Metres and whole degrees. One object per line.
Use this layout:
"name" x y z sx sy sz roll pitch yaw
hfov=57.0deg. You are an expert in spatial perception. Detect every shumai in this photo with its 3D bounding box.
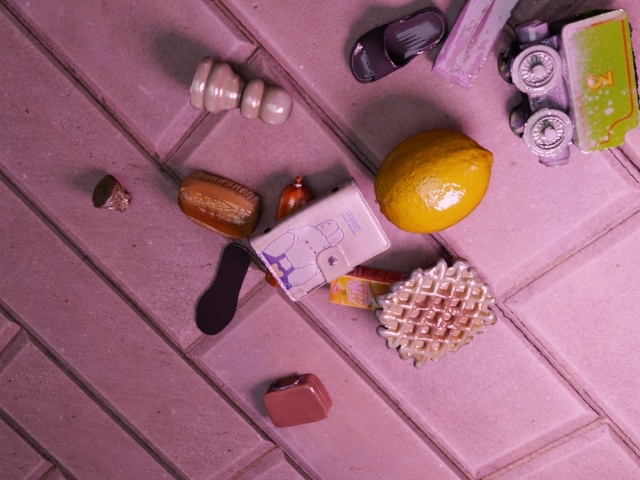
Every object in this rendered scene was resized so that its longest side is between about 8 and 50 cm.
"shumai" -0.597 -0.128 1.709 0.099 0.124 0.087 -49 133 9

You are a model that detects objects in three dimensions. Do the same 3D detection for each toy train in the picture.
"toy train" 0.519 -0.321 1.234 0.248 0.173 0.308 -13 108 12

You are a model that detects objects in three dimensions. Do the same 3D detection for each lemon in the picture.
"lemon" 0.253 -0.134 1.354 0.235 0.236 0.263 35 108 1

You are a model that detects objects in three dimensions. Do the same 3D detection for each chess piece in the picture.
"chess piece" -0.186 -0.358 1.463 0.243 0.133 0.133 18 117 2

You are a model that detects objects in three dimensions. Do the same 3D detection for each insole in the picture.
"insole" -0.292 0.154 1.769 0.118 0.009 0.349 26 118 3

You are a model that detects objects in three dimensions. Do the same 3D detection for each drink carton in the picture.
"drink carton" 0.139 0.131 1.591 0.222 0.071 0.096 9 116 13

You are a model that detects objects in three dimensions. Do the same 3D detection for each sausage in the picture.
"sausage" -0.082 -0.026 1.582 0.092 0.093 0.312 16 115 10

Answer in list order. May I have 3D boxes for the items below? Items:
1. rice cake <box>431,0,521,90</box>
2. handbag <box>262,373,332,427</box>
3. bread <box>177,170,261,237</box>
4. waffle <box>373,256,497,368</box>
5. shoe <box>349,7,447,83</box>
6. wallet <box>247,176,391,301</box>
"rice cake" 0.354 -0.481 1.275 0.106 0.050 0.298 29 118 2
"handbag" -0.074 0.489 1.810 0.193 0.072 0.151 -15 107 24
"bread" -0.279 -0.094 1.604 0.236 0.106 0.140 22 119 8
"waffle" 0.293 0.184 1.518 0.309 0.056 0.292 -32 116 12
"shoe" 0.166 -0.440 1.328 0.240 0.093 0.108 -23 106 22
"wallet" 0.000 0.000 1.514 0.309 0.077 0.223 -30 113 4
